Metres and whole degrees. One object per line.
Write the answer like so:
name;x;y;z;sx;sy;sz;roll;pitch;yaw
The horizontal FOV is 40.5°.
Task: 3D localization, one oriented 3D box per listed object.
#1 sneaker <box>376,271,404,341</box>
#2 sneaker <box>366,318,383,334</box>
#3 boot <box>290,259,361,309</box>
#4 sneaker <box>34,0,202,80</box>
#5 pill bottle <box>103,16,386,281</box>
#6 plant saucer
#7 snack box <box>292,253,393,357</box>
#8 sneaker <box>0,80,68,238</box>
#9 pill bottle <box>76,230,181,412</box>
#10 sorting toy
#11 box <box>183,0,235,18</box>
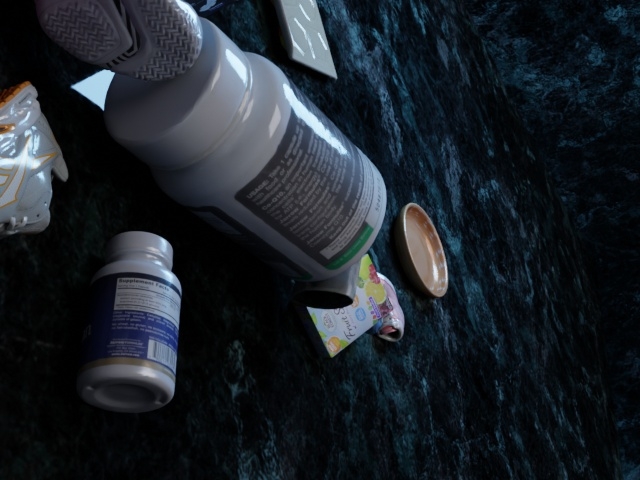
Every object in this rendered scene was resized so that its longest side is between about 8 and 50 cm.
sneaker;0.108;0.118;1.487;0.134;0.051;0.070;59;22;-31
sneaker;0.037;0.101;1.370;0.162;0.063;0.073;47;48;-28
boot;-0.002;-0.001;1.270;0.076;0.189;0.209;30;65;-40
sneaker;-0.263;-0.333;0.900;0.366;0.137;0.210;34;37;-21
pill bottle;-0.084;-0.104;1.089;0.361;0.204;0.204;39;39;-48
plant saucer;0.201;0.023;1.757;0.200;0.037;0.200;42;38;-45
snack box;0.035;0.097;1.303;0.141;0.037;0.100;-33;102;-33
sneaker;-0.292;-0.035;0.758;0.121;0.099;0.262;61;28;-28
pill bottle;-0.190;0.079;0.876;0.094;0.094;0.169;41;38;-46
sorting toy;-0.042;-0.398;1.584;0.208;0.038;0.193;9;64;-67
box;-0.231;-0.381;1.039;0.142;0.163;0.247;-16;86;-66
